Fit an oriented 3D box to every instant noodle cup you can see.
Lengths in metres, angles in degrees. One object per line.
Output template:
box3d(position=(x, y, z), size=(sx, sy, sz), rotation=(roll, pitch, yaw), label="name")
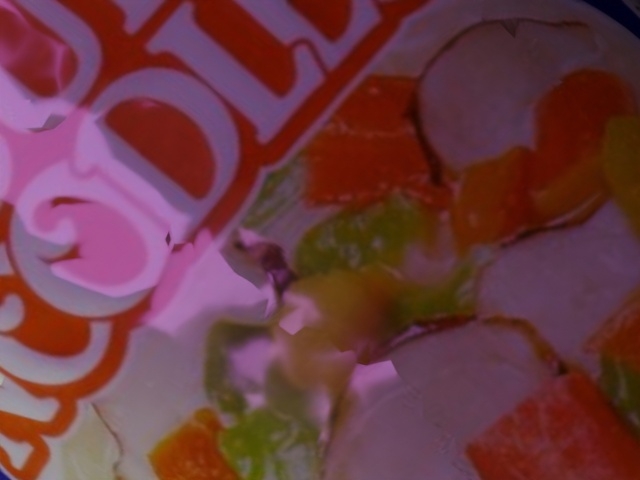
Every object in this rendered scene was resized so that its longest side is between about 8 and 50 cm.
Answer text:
box3d(position=(0.000, 0.000, 0.524), size=(0.312, 0.284, 0.284), rotation=(41, 118, 4), label="instant noodle cup")
